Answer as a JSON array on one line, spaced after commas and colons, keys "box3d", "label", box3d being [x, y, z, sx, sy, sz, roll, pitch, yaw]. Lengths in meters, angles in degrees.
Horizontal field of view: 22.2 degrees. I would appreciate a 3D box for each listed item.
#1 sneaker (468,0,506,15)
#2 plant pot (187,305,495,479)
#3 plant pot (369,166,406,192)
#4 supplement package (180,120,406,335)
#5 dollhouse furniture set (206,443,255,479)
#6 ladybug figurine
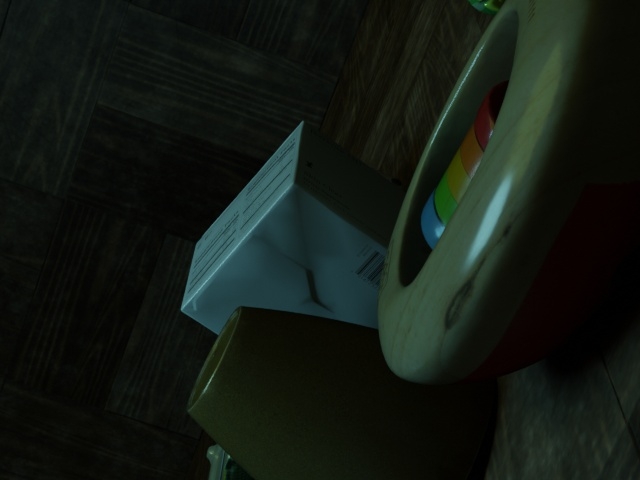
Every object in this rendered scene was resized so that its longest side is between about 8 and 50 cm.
[{"box3d": [0.213, -0.339, 1.955, 0.123, 0.109, 0.295, -32, 20, 31], "label": "sneaker"}, {"box3d": [0.006, 0.173, 1.619, 0.237, 0.254, 0.237, -60, 9, 16], "label": "plant pot"}, {"box3d": [0.000, 0.000, 2.334, 0.207, 0.227, 0.228, -59, 13, 33], "label": "plant pot"}, {"box3d": [0.020, 0.042, 1.754, 0.204, 0.262, 0.145, -48, 18, 25], "label": "supplement package"}, {"box3d": [-0.062, 0.330, 1.943, 0.301, 0.151, 0.197, -83, 12, -45], "label": "dollhouse furniture set"}, {"box3d": [0.179, -0.040, 1.359, 0.449, 0.162, 0.305, 118, 168, -46], "label": "ladybug figurine"}]
